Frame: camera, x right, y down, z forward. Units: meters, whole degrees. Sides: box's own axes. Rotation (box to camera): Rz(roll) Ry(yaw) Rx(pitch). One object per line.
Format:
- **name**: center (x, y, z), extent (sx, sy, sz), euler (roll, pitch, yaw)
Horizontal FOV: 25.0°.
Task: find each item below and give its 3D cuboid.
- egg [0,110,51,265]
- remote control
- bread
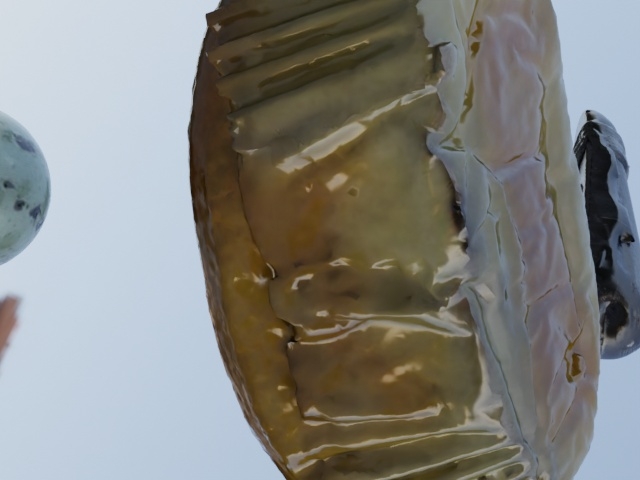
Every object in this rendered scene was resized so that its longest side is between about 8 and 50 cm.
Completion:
- **egg**: center (-0.276, -0.040, 1.062), extent (0.131, 0.164, 0.131), euler (-6, -99, 37)
- **remote control**: center (0.228, -0.010, 1.149), extent (0.266, 0.066, 0.090), euler (-78, -178, -49)
- **bread**: center (0.044, -0.004, 0.855), extent (0.183, 0.236, 0.388), euler (-1, -75, 33)
